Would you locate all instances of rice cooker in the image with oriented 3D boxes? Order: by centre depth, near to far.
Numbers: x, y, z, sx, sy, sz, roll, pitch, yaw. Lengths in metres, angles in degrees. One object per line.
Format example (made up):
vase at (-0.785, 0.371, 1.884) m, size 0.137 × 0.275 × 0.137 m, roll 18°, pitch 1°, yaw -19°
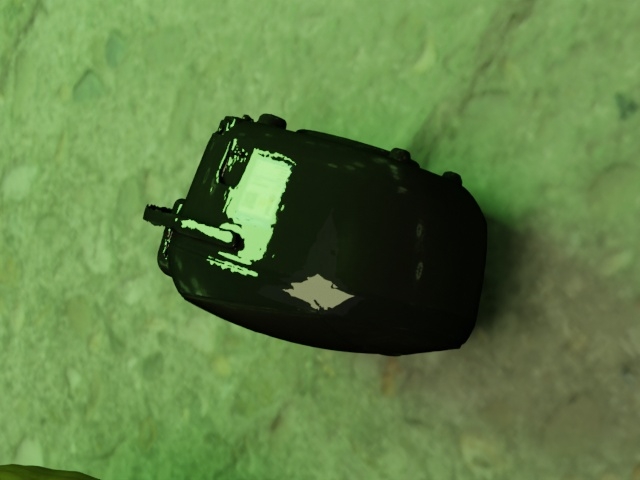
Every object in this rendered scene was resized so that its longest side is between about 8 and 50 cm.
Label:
rice cooker at (-0.001, 0.000, 0.814) m, size 0.203 × 0.142 × 0.118 m, roll 16°, pitch 89°, yaw 35°

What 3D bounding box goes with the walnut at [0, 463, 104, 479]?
walnut at (-0.198, 0.319, 0.873) m, size 0.398 × 0.308 × 0.354 m, roll -35°, pitch 83°, yaw 31°
